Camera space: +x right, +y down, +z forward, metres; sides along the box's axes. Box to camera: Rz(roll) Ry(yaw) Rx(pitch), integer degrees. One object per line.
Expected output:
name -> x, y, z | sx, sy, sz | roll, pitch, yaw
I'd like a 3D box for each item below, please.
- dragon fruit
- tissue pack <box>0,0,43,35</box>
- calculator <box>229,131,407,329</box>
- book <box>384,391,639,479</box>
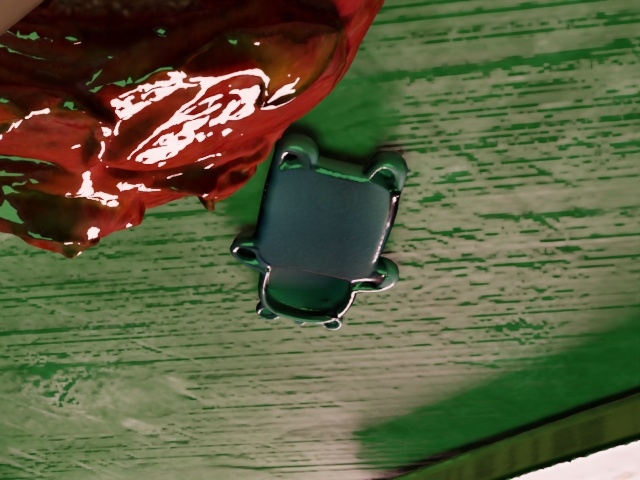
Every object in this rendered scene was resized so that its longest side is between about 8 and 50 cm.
dragon fruit -> -0.130, -0.054, 0.579 | 0.317, 0.152, 0.205 | 7, 135, 0
tissue pack -> -0.236, -0.119, 0.352 | 0.387, 0.277, 0.267 | -33, 167, -1
calculator -> 0.000, 0.000, 0.703 | 0.094, 0.019, 0.141 | 12, 135, -4
book -> 0.241, 0.186, 0.836 | 0.371, 0.043, 0.260 | -23, 128, 27
